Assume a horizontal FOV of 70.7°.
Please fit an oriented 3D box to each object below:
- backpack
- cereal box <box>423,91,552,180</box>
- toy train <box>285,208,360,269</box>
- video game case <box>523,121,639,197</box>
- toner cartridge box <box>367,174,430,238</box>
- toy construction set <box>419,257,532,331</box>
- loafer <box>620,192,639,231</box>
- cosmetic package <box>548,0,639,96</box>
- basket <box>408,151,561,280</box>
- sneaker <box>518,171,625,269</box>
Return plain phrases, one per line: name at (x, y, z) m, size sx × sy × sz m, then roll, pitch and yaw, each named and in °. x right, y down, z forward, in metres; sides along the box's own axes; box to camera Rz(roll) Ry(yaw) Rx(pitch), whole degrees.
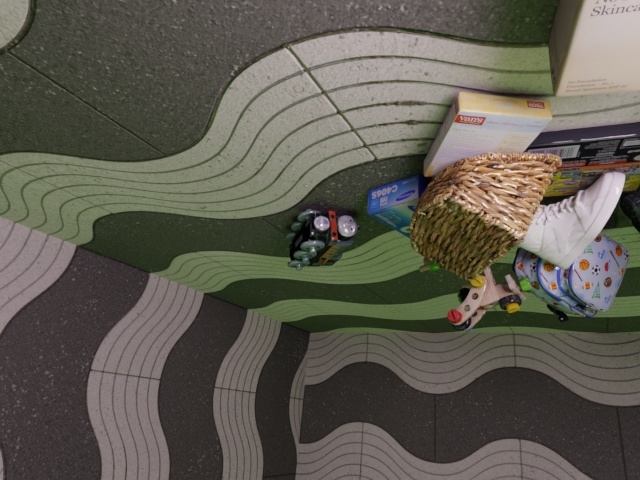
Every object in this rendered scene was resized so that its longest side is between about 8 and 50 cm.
backpack at (0.694, 0.070, 1.269) m, size 0.263 × 0.277 × 0.213 m, roll 24°, pitch 171°, yaw -11°
cereal box at (0.325, -0.200, 0.917) m, size 0.172 × 0.048 × 0.240 m, roll 5°, pitch 158°, yaw -2°
toy train at (0.000, 0.000, 1.466) m, size 0.190 × 0.143 × 0.334 m, roll -1°, pitch 160°, yaw -18°
video game case at (0.577, -0.167, 0.995) m, size 0.274 × 0.035 × 0.248 m, roll -3°, pitch 158°, yaw 19°
toner cartridge box at (0.304, -0.063, 1.282) m, size 0.165 × 0.075 × 0.347 m, roll -16°, pitch 150°, yaw 42°
toy construction set at (0.450, 0.089, 1.289) m, size 0.237 × 0.258 × 0.309 m, roll -24°, pitch 119°, yaw 33°
loafer at (0.828, -0.072, 1.144) m, size 0.223 × 0.076 × 0.078 m, roll 27°, pitch 116°, yaw -38°
cosmetic package at (0.387, -0.319, 0.537) m, size 0.160 × 0.113 × 0.309 m, roll -1°, pitch 159°, yaw 17°
basket at (0.339, -0.083, 1.014) m, size 0.213 × 0.223 × 0.299 m, roll 30°, pitch 160°, yaw 8°
sneaker at (0.564, -0.061, 1.069) m, size 0.169 × 0.108 × 0.293 m, roll 26°, pitch 140°, yaw 16°
